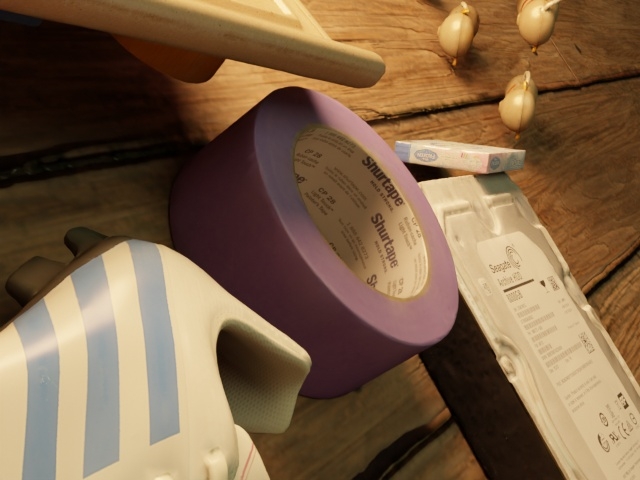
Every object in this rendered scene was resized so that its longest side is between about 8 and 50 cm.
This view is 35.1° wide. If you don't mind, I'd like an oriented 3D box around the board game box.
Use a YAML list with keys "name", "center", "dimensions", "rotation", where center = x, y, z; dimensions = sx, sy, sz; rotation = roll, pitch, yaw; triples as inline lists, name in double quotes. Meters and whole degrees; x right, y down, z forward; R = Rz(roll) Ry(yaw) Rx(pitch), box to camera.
- name: "board game box"
  center: [0.126, -0.076, 0.910]
  dimensions: [0.090, 0.090, 0.020]
  rotation: [-11, 108, -58]

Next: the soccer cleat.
- name: "soccer cleat"
  center: [-0.095, 0.096, 0.350]
  dimensions: [0.143, 0.116, 0.331]
  rotation: [28, 30, 5]

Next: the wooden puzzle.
- name: "wooden puzzle"
  center: [-0.163, -0.197, 0.577]
  dimensions: [0.348, 0.080, 0.322]
  rotation: [49, 25, 24]

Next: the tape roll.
- name: "tape roll"
  center: [0.000, 0.000, 0.651]
  dimensions: [0.189, 0.080, 0.189]
  rotation: [37, 34, -30]

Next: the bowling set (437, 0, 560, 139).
- name: "bowling set"
  center: [0.177, -0.266, 1.122]
  dimensions: [0.199, 0.287, 0.154]
  rotation: [11, 23, 8]

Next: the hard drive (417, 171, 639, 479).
- name: "hard drive"
  center: [0.178, 0.103, 0.826]
  dimensions: [0.237, 0.064, 0.339]
  rotation: [-10, 68, -59]
